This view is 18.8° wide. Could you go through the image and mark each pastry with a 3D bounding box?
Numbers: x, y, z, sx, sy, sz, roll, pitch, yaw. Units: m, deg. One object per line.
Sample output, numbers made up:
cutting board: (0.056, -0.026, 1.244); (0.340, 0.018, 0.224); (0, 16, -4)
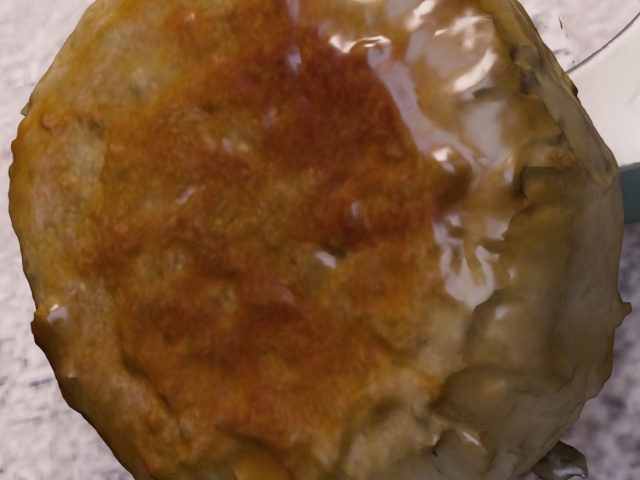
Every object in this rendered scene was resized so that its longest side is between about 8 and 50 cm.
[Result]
pastry: (0.000, -0.006, 0.741); (0.236, 0.121, 0.257); (-27, 78, 27)

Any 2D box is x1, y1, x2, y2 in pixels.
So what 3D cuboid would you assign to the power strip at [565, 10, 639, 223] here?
power strip: (0.151, -0.093, 0.784); (0.216, 0.044, 0.137); (-49, 50, -5)
